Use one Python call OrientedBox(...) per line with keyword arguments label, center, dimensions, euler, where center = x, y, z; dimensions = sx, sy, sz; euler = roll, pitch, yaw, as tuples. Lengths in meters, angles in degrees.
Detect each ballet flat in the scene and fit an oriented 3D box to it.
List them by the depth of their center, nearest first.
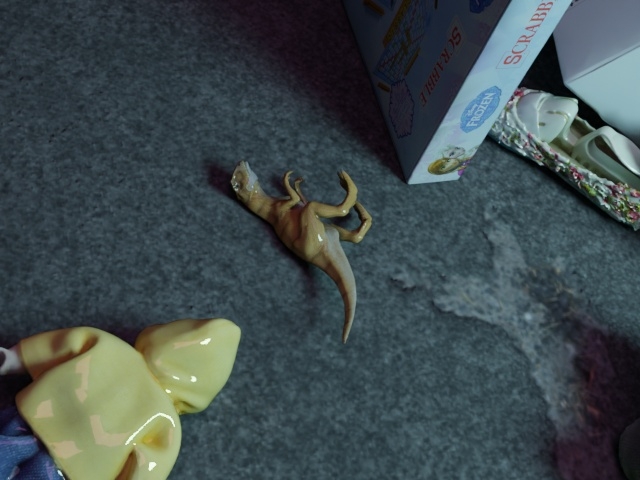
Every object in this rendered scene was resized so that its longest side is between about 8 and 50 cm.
OrientedBox(label="ballet flat", center=(0.271, -0.105, 1.159), dimensions=(0.241, 0.077, 0.091), euler=(34, 58, 6))

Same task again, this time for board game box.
OrientedBox(label="board game box", center=(0.115, -0.273, 1.073), dimensions=(0.066, 0.318, 0.318), euler=(-6, 62, -20))

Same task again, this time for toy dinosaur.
OrientedBox(label="toy dinosaur", center=(0.000, 0.000, 1.033), dimensions=(0.112, 0.064, 0.211), euler=(-38, 65, -13))

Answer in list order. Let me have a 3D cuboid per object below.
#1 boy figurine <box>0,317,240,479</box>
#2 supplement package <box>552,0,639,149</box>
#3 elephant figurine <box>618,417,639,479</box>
OrientedBox(label="boy figurine", center=(-0.186, 0.139, 0.861), dimensions=(0.177, 0.092, 0.285), euler=(45, 57, 13))
OrientedBox(label="supplement package", center=(0.358, -0.281, 1.199), dimensions=(0.177, 0.175, 0.293), euler=(28, 47, -42))
OrientedBox(label="elephant figurine", center=(0.348, 0.195, 0.958), dimensions=(0.186, 0.169, 0.239), euler=(25, 67, 35))
